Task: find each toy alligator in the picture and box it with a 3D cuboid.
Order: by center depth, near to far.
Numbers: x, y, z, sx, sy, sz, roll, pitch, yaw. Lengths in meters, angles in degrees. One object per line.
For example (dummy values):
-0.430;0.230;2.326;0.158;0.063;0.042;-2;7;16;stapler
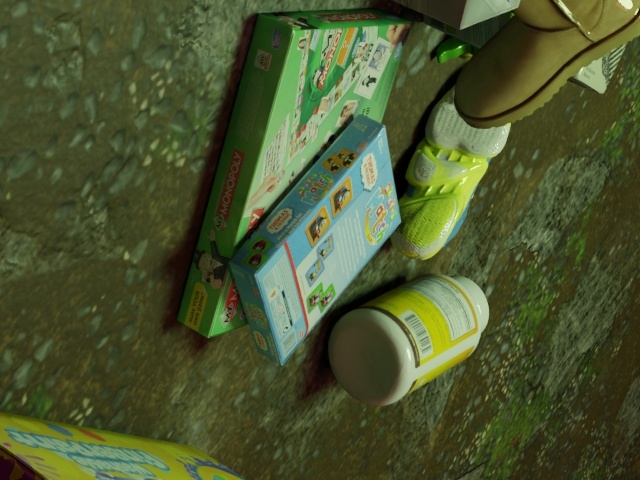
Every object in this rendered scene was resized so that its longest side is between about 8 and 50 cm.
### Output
0.200;-0.254;1.798;0.190;0.051;0.056;-47;149;-28;toy alligator

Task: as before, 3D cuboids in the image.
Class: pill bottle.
0.112;0.110;1.899;0.215;0.117;0.117;-23;133;-51;pill bottle

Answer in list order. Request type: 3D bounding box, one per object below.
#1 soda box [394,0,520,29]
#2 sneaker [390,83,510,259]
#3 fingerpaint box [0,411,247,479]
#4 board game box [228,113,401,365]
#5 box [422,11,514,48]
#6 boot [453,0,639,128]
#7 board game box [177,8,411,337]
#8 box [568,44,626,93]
0.025;-0.263;1.233;0.091;0.286;0.098;-27;137;-49;soda box
0.149;-0.083;1.853;0.240;0.091;0.126;-59;171;-9;sneaker
-0.252;0.360;1.446;0.371;0.163;0.445;-62;153;2;fingerpaint box
0.000;0.000;1.594;0.211;0.039;0.160;-48;150;-24;board game box
0.202;-0.313;1.693;0.203;0.103;0.114;-49;150;-25;box
0.170;-0.244;1.525;0.236;0.089;0.269;-36;140;16;boot
-0.024;-0.071;1.582;0.213;0.046;0.317;-13;125;-55;board game box
0.348;-0.326;1.942;0.113;0.094;0.275;11;105;-62;box
